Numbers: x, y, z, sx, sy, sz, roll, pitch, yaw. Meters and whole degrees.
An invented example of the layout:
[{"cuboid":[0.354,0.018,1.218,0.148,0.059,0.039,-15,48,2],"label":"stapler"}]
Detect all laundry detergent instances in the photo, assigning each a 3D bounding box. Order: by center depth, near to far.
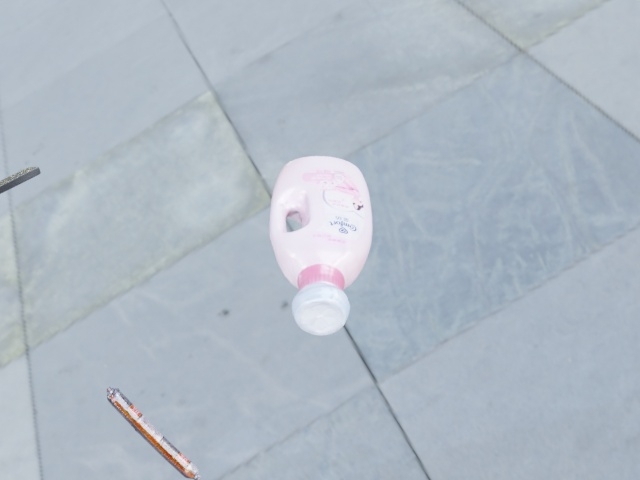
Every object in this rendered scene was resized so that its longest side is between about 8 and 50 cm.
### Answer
[{"cuboid":[0.000,0.000,1.499,0.159,0.088,0.335,2,40,-1],"label":"laundry detergent"}]

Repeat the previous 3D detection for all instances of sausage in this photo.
[{"cuboid":[-0.252,0.293,1.502,0.025,0.198,0.028,-34,13,52],"label":"sausage"}]

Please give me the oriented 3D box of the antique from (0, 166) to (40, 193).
[{"cuboid":[-0.541,-0.080,1.630,0.031,0.015,0.192,2,26,37],"label":"antique"}]
